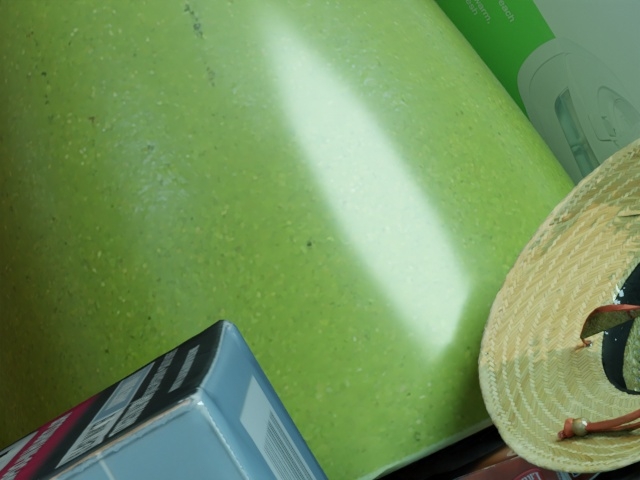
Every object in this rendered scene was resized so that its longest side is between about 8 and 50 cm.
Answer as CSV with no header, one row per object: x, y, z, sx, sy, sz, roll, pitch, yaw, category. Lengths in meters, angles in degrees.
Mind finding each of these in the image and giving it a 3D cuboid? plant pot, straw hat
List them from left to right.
-0.045,-0.039,0.772,0.275,0.293,0.275,-24,-4,-2,plant pot
0.119,0.030,0.582,0.144,0.061,0.144,-37,27,23,straw hat

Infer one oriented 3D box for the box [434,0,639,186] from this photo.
0.174,-0.129,0.841,0.231,0.262,0.127,-34,3,-40,box

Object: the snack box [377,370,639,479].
0.045,0.091,0.687,0.064,0.022,0.178,-29,0,-43,snack box

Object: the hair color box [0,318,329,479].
-0.162,0.169,0.529,0.374,0.113,0.185,-31,3,1,hair color box
